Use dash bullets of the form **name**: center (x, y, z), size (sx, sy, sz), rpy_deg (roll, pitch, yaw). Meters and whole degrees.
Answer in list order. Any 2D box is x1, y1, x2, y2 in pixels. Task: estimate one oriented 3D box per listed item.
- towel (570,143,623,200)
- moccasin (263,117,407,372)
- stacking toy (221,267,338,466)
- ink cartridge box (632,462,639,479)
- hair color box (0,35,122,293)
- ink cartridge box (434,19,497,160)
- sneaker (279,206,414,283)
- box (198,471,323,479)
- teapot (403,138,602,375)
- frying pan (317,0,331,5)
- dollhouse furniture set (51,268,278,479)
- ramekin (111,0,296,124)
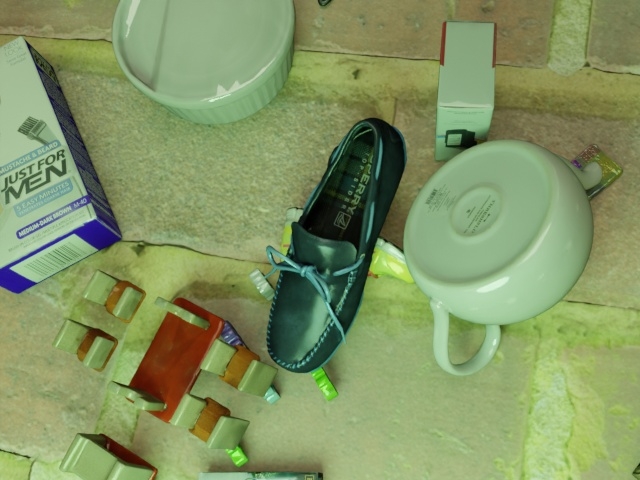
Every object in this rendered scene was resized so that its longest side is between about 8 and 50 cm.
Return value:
- **towel**: center (0.371, -0.090, 1.176), size (0.083, 0.009, 0.060), rpy_deg (-41, 71, -4)
- **moccasin**: center (0.000, 0.000, 1.075), size (0.137, 0.117, 0.342), rpy_deg (16, 88, 20)
- **stacking toy**: center (-0.098, 0.167, 1.153), size (0.167, 0.052, 0.221), rpy_deg (-34, 72, -1)
- **ink cartridge box**: center (0.521, 0.282, 0.988), size (0.234, 0.088, 0.193), rpy_deg (42, 85, 18)
- **hair color box**: center (-0.451, -0.115, 1.271), size (0.185, 0.110, 0.339), rpy_deg (-28, 68, 1)
- **ink cartridge box**: center (0.195, -0.198, 1.153), size (0.072, 0.175, 0.127), rpy_deg (3, 73, 8)
- **sneaker**: center (0.036, 0.028, 1.164), size (0.208, 0.081, 0.094), rpy_deg (19, 84, 21)
- **box**: center (-0.078, 0.412, 1.069), size (0.159, 0.044, 0.233), rpy_deg (-2, 72, 9)
- **teapot**: center (0.241, 0.013, 1.080), size (0.256, 0.187, 0.252), rpy_deg (-26, 46, 27)
- **frying pan**: center (0.036, -0.546, 1.363), size (0.197, 0.053, 0.326), rpy_deg (38, 79, 19)
- **dollhouse furniture set**: center (-0.215, 0.201, 1.098), size (0.262, 0.135, 0.259), rpy_deg (26, 83, 22)
- **ramekin**: center (-0.163, -0.298, 1.270), size (0.273, 0.127, 0.273), rpy_deg (-3, 72, 8)
